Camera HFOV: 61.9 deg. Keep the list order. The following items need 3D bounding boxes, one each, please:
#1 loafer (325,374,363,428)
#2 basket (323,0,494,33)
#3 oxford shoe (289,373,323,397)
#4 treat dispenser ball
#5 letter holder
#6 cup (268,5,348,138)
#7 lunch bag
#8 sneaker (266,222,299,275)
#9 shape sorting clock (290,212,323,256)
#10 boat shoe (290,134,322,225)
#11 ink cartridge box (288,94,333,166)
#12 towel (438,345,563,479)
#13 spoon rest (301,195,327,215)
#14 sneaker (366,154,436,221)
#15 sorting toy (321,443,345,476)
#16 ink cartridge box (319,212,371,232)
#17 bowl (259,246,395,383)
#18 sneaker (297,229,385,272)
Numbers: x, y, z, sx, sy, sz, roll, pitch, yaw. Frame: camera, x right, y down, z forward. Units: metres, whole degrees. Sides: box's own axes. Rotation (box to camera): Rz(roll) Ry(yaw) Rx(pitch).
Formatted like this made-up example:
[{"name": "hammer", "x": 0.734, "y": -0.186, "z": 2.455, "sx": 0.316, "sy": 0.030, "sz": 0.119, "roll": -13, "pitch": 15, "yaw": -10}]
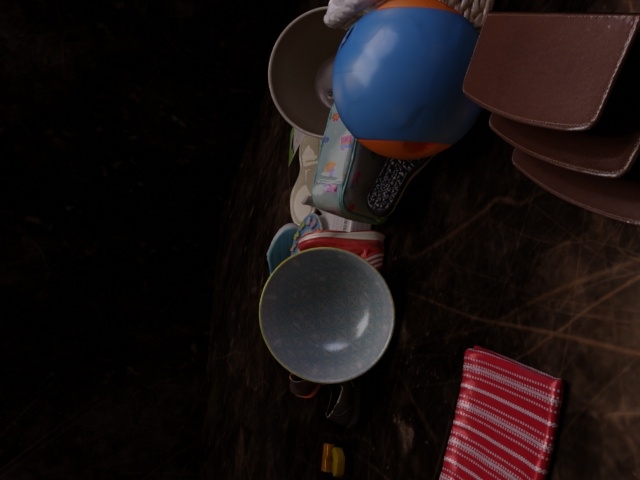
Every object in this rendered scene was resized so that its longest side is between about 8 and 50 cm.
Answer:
[{"name": "loafer", "x": 0.052, "y": 0.312, "z": 1.225, "sx": 0.080, "sy": 0.078, "sz": 0.220, "roll": 134, "pitch": 145, "yaw": -56}, {"name": "basket", "x": 0.205, "y": -0.608, "z": 1.131, "sx": 0.328, "sy": 0.266, "sz": 0.331, "roll": -154, "pitch": 77, "yaw": -71}, {"name": "oxford shoe", "x": -0.042, "y": 0.357, "z": 1.434, "sx": 0.271, "sy": 0.098, "sz": 0.097, "roll": 130, "pitch": 148, "yaw": -52}, {"name": "treat dispenser ball", "x": 0.164, "y": -0.295, "z": 0.993, "sx": 0.288, "sy": 0.288, "sz": 0.288, "roll": -166, "pitch": 90, "yaw": -71}, {"name": "letter holder", "x": 0.313, "y": -0.167, "z": 0.699, "sx": 0.302, "sy": 0.152, "sz": 0.215, "roll": -119, "pitch": 44, "yaw": -63}, {"name": "cup", "x": 0.047, "y": -0.449, "z": 1.484, "sx": 0.237, "sy": 0.331, "sz": 0.331, "roll": -43, "pitch": -28, "yaw": -75}, {"name": "lunch bag", "x": 0.103, "y": -0.183, "z": 1.221, "sx": 0.107, "sy": 0.224, "sz": 0.279, "roll": 12, "pitch": 87, "yaw": 41}, {"name": "sneaker", "x": -0.123, "y": 0.031, "z": 1.793, "sx": 0.208, "sy": 0.127, "sz": 0.319, "roll": -99, "pitch": 17, "yaw": -50}, {"name": "shape sorting clock", "x": -0.044, "y": 0.021, "z": 1.545, "sx": 0.206, "sy": 0.040, "sz": 0.206, "roll": -170, "pitch": 90, "yaw": -69}, {"name": "boat shoe", "x": -0.023, "y": -0.194, "z": 1.769, "sx": 0.116, "sy": 0.096, "sz": 0.325, "roll": -1, "pitch": 76, "yaw": 29}, {"name": "ink cartridge box", "x": -0.031, "y": -0.404, "z": 1.939, "sx": 0.255, "sy": 0.097, "sz": 0.189, "roll": 125, "pitch": 151, "yaw": -51}, {"name": "towel", "x": 0.242, "y": 0.305, "z": 0.762, "sx": 0.199, "sy": 0.031, "sz": 0.275, "roll": -170, "pitch": 94, "yaw": -71}, {"name": "spoon rest", "x": 0.000, "y": 0.000, "z": 1.626, "sx": 0.137, "sy": 0.084, "sz": 0.276, "roll": 140, "pitch": 126, "yaw": -63}, {"name": "sneaker", "x": 0.182, "y": -0.145, "z": 1.161, "sx": 0.084, "sy": 0.097, "sz": 0.235, "roll": 42, "pitch": 100, "yaw": 25}, {"name": "sorting toy", "x": 0.034, "y": 0.605, "z": 1.152, "sx": 0.229, "sy": 0.041, "sz": 0.307, "roll": 135, "pitch": 144, "yaw": -65}, {"name": "ink cartridge box", "x": 0.044, "y": 0.056, "z": 1.448, "sx": 0.261, "sy": 0.066, "sz": 0.296, "roll": 161, "pitch": 121, "yaw": -69}, {"name": "bowl", "x": 0.020, "y": 0.157, "z": 1.194, "sx": 0.156, "sy": 0.289, "sz": 0.290, "roll": 3, "pitch": -79, "yaw": -84}, {"name": "sneaker", "x": 0.045, "y": 0.045, "z": 1.277, "sx": 0.221, "sy": 0.087, "sz": 0.128, "roll": -5, "pitch": 73, "yaw": 25}]
